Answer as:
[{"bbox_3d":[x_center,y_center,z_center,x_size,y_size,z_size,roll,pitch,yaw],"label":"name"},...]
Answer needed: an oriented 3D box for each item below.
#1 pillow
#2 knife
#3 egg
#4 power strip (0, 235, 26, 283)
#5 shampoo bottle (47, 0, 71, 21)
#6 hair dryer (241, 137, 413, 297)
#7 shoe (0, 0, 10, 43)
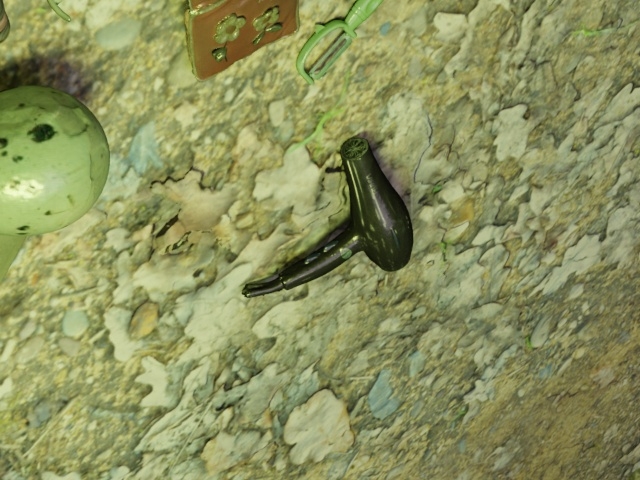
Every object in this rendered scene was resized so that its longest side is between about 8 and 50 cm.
[{"bbox_3d":[-0.068,-0.233,1.257,0.126,0.043,0.232,-35,162,-19],"label":"pillow"},{"bbox_3d":[0.047,-0.250,1.433,0.212,0.015,0.054,-47,139,4],"label":"knife"},{"bbox_3d":[-0.260,-0.066,1.187,0.164,0.131,0.131,-14,136,-30],"label":"egg"},{"bbox_3d":[-0.374,0.082,1.291,0.093,0.053,0.288,9,119,-51],"label":"power strip"},{"bbox_3d":[-0.151,-0.258,1.166,0.195,0.056,0.056,-39,147,-9],"label":"shampoo bottle"},{"bbox_3d":[0.000,0.000,1.621,0.219,0.075,0.195,-32,136,-7],"label":"hair dryer"},{"bbox_3d":[-0.304,-0.191,1.039,0.180,0.089,0.092,-12,135,-44],"label":"shoe"}]
